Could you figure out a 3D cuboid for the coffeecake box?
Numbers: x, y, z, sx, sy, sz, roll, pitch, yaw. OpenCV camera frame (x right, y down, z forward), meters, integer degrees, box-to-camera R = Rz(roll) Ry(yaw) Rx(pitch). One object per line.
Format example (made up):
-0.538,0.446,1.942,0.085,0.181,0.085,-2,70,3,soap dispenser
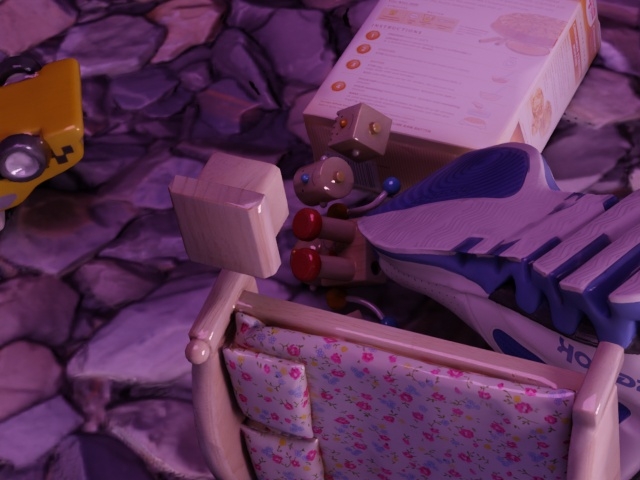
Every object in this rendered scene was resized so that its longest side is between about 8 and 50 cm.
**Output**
0.095,-0.113,1.339,0.142,0.068,0.185,14,51,25,coffeecake box

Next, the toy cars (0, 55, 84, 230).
-0.311,0.014,1.306,0.176,0.087,0.394,25,60,38,toy cars

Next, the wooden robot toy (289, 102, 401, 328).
0.000,0.000,1.246,0.079,0.076,0.173,-13,72,52,wooden robot toy

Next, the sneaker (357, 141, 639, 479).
0.149,0.059,1.119,0.127,0.182,0.315,-31,23,-20,sneaker

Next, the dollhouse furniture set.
0.074,0.164,0.878,0.303,0.355,0.174,12,51,22,dollhouse furniture set
